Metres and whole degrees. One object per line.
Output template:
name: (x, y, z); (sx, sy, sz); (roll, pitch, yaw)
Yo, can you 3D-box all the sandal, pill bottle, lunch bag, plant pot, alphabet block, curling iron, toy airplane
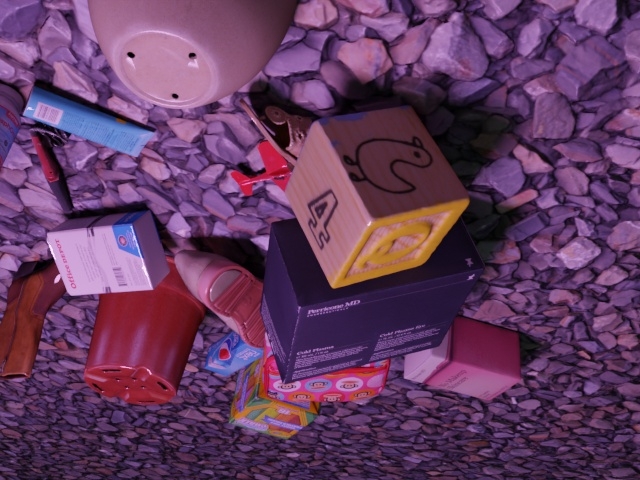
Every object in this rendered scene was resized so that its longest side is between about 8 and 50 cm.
sandal: (-0.043, -0.171, 1.211); (0.079, 0.088, 0.240); (-36, 134, 2)
pill bottle: (-0.549, -0.180, 1.199); (0.087, 0.160, 0.087); (5, 145, 4)
lunch bag: (0.013, 0.268, 1.669); (0.293, 0.120, 0.258); (-1, 142, -6)
plant pot: (-0.395, 0.208, 1.633); (0.273, 0.265, 0.272); (5, 145, 4)
alphabet block: (0.081, -0.069, 1.146); (0.193, 0.197, 0.193); (-15, 152, -26)
curling iron: (-0.495, -0.129, 1.371); (0.068, 0.035, 0.274); (11, 145, -5)
plant pot: (-0.182, -0.286, 0.955); (0.284, 0.190, 0.284); (5, 144, 4)
toy airplane: (-0.097, -0.119, 1.317); (0.151, 0.028, 0.151); (5, 144, 4)

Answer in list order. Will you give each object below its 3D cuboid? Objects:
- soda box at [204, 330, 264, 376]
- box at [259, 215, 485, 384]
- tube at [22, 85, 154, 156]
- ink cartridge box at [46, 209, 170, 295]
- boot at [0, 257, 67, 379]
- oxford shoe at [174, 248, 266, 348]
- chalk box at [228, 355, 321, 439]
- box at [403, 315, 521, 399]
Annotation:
soda box: (-0.215, 0.282, 1.877); (0.071, 0.067, 0.210); (27, 140, -26)
box: (0.080, 0.092, 1.358); (0.344, 0.178, 0.312); (-11, 149, -16)
tube: (-0.396, -0.200, 1.246); (0.207, 0.052, 0.080); (21, 148, -26)
ink cartridge box: (-0.433, 0.026, 1.491); (0.203, 0.086, 0.148); (-4, 114, 18)
boot: (-0.613, 0.162, 1.593); (0.264, 0.280, 0.096); (-8, 143, 21)
oxford shoe: (-0.185, 0.121, 1.625); (0.147, 0.140, 0.397); (32, 165, 31)
chalk box: (-0.127, 0.409, 1.944); (0.180, 0.179, 0.289); (19, 143, -15)
box: (0.330, 0.270, 1.705); (0.233, 0.126, 0.148); (16, 145, -12)
